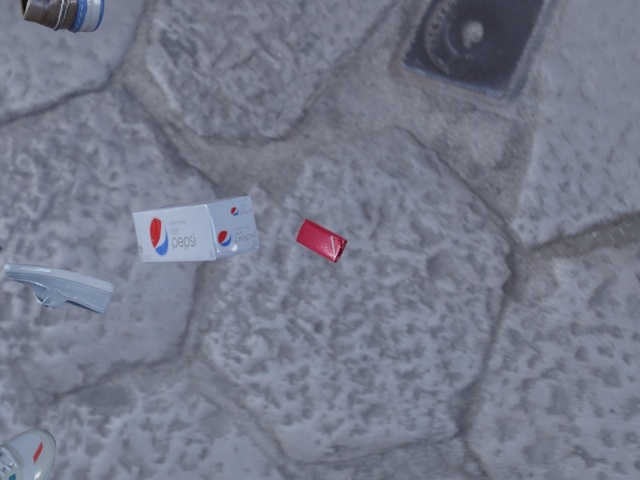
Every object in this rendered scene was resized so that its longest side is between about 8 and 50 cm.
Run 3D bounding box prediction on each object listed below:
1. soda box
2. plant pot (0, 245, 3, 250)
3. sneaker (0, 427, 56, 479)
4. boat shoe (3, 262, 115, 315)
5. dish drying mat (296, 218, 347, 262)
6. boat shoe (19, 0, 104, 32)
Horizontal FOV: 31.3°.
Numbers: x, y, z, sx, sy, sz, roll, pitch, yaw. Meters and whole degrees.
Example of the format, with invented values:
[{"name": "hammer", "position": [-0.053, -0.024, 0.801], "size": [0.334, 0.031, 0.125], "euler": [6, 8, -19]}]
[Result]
[{"name": "soda box", "position": [-0.167, -0.013, 1.503], "size": [0.216, 0.069, 0.073], "euler": [-3, 98, 55]}, {"name": "plant pot", "position": [-0.564, -0.010, 1.602], "size": [0.167, 0.167, 0.165], "euler": [-30, 100, 14]}, {"name": "sneaker", "position": [-0.318, 0.230, 1.083], "size": [0.161, 0.075, 0.057], "euler": [-37, 69, -28]}, {"name": "boat shoe", "position": [-0.407, 0.077, 1.770], "size": [0.066, 0.184, 0.063], "euler": [3, 79, 45]}, {"name": "dish drying mat", "position": [0.000, 0.000, 1.398], "size": [0.083, 0.008, 0.032], "euler": [28, 97, 47]}, {"name": "boat shoe", "position": [-0.221, -0.242, 0.877], "size": [0.066, 0.066, 0.183], "euler": [-51, 54, 46]}]
